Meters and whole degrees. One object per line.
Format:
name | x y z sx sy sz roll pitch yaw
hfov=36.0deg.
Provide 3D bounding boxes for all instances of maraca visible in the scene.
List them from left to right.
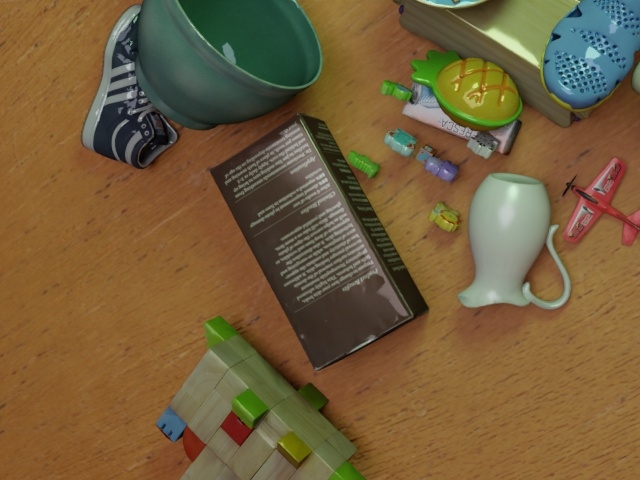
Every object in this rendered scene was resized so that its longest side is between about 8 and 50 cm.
maraca | 0.222 -0.234 1.503 0.186 0.127 0.099 38 140 22

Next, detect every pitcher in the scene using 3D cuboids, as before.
pitcher | 0.315 0.006 1.541 0.178 0.125 0.207 6 105 -2

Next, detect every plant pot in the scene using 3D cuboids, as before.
plant pot | -0.170 -0.296 1.546 0.196 0.293 0.293 -41 79 35

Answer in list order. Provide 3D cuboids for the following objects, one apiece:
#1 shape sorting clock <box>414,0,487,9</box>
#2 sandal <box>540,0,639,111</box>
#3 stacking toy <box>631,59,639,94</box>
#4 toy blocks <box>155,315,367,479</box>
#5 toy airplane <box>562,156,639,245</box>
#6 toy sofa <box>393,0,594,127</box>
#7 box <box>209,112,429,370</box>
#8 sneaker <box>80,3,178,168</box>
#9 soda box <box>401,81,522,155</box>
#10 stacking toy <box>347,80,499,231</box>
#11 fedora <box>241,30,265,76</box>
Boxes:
shape sorting clock | 0.187 -0.425 1.421 0.206 0.040 0.206 0 74 0
sandal | 0.411 -0.318 1.343 0.126 0.138 0.317 33 80 6
stacking toy | 0.657 -0.081 1.348 0.351 0.350 0.479 -16 103 19
toy blocks | -0.130 0.357 1.684 0.381 0.191 0.261 43 115 13
toy airplane | 0.448 -0.051 1.529 0.151 0.028 0.151 1 94 20
toy sofa | 0.297 -0.344 1.510 0.363 0.177 0.150 34 78 9
box | 0.000 0.000 1.631 0.191 0.143 0.381 -30 80 17
sneaker | -0.315 -0.264 1.748 0.153 0.099 0.282 28 108 21
soda box | 0.227 -0.198 1.585 0.183 0.058 0.063 24 100 16
stacking toy | 0.159 -0.136 1.576 0.221 0.052 0.167 33 126 12
fedora | -0.170 -0.299 1.708 0.194 0.079 0.194 0 88 11
